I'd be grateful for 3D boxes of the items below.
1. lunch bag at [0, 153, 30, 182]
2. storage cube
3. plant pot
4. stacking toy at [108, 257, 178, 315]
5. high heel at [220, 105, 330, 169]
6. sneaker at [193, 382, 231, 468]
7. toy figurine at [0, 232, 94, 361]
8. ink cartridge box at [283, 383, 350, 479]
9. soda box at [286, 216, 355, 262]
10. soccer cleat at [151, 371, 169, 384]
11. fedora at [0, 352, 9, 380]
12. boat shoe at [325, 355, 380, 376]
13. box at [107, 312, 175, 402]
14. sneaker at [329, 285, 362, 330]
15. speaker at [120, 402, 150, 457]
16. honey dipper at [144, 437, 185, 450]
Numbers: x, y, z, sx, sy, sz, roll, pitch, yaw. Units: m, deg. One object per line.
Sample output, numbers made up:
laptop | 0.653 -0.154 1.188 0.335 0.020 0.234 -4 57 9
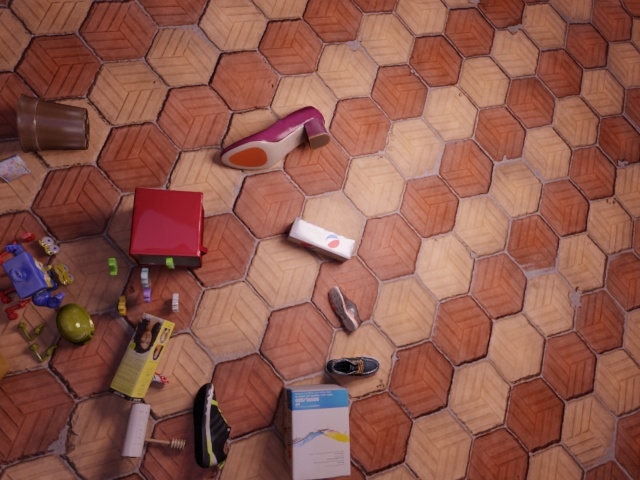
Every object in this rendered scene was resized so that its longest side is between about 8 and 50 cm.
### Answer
lunch bag | -0.899 -0.215 1.289 0.071 0.083 0.053 -31 87 -17
storage cube | -0.441 -0.031 1.309 0.214 0.184 0.193 2 76 -12
plant pot | -0.780 -0.335 1.313 0.165 0.167 0.167 2 77 -21
stacking toy | -0.494 0.131 1.256 0.166 0.221 0.052 -2 45 -14
high heel | -0.163 -0.354 1.511 0.376 0.127 0.181 -13 53 -12
sneaker | -0.309 0.532 1.285 0.097 0.084 0.235 7 76 -37
toy figurine | -0.773 0.137 1.173 0.191 0.217 0.363 -28 85 -17
ink cartridge box | -0.016 0.547 1.290 0.168 0.171 0.233 1 77 -13
soda box | 0.000 0.000 1.465 0.216 0.074 0.069 22 74 -8
soccer cleat | -0.479 0.400 1.287 0.083 0.029 0.036 31 81 -2
fedora | -0.876 0.332 1.154 0.194 0.194 0.079 54 36 2
boat shoe | 0.111 0.400 1.399 0.183 0.083 0.065 1 78 -14
box | -0.506 0.330 1.263 0.087 0.058 0.233 12 73 22
sneaker | 0.085 0.218 1.457 0.064 0.061 0.158 -23 84 -44
speaker | -0.507 0.522 1.221 0.055 0.055 0.136 7 62 -12
honey dipper | -0.464 0.567 1.252 0.160 0.030 0.031 11 75 -9
